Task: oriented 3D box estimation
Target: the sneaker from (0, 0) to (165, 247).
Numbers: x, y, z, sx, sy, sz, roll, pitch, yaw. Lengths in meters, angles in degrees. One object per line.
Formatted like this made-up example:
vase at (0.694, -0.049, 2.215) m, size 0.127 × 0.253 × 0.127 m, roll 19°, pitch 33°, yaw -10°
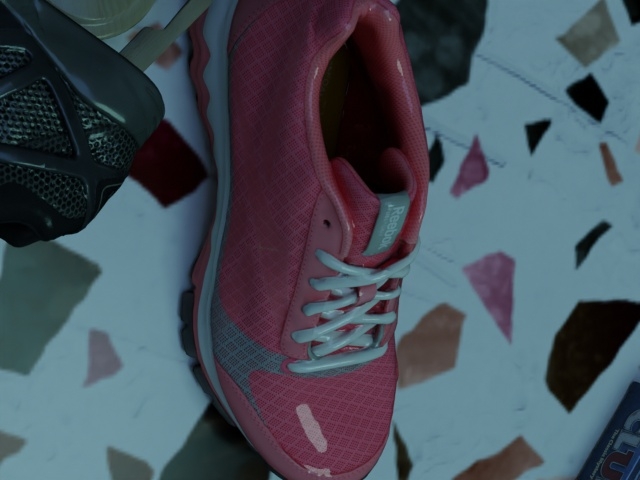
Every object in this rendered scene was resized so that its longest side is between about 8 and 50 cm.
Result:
sneaker at (-0.188, -0.071, 0.876) m, size 0.227 × 0.087 × 0.130 m, roll 37°, pitch 67°, yaw -27°

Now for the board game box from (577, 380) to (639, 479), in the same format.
board game box at (0.206, 0.236, 1.255) m, size 0.165 × 0.042 × 0.243 m, roll 35°, pitch 83°, yaw -32°

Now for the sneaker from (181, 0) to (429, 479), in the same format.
sneaker at (-0.001, 0.000, 1.022) m, size 0.116 × 0.136 × 0.313 m, roll -14°, pitch 108°, yaw -27°

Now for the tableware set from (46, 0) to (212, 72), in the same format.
tableware set at (-0.158, -0.105, 0.963) m, size 0.194 × 0.039 × 0.128 m, roll -47°, pitch 109°, yaw -20°
